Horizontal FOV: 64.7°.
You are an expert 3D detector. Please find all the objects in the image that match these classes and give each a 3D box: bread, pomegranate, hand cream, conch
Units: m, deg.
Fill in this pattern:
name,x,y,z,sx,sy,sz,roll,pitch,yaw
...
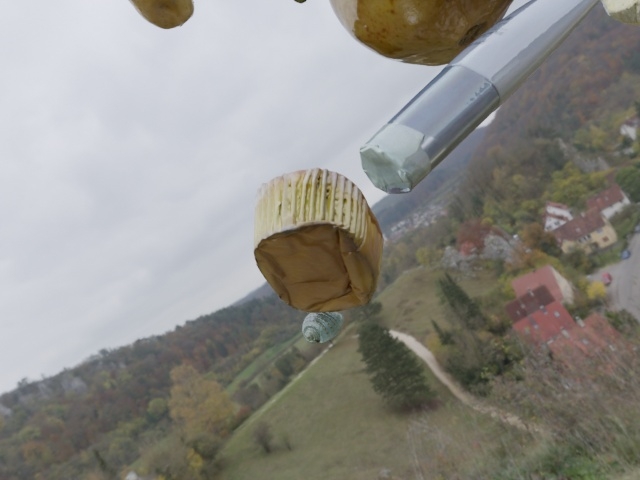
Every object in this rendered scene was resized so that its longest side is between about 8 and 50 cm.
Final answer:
name,x,y,z,sx,sy,sz,roll,pitch,yaw
bread,0.000,0.000,0.897,0.204,0.156,0.288,-13,-39,21
pomegranate,0.114,-0.306,0.551,0.233,0.233,0.233,-33,-2,-1
hand cream,0.130,-0.130,0.377,0.255,0.048,0.079,-42,21,-16
conch,0.003,0.162,0.989,0.076,0.057,0.085,-9,38,40

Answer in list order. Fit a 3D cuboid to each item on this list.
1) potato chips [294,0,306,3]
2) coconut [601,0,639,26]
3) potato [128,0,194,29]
name,x,y,z,sx,sy,sz,roll,pitch,yaw
potato chips,-0.061,-0.591,0.812,0.070,0.358,0.430,176,115,-75
coconut,0.612,-0.454,0.816,0.244,0.239,0.239,-4,-13,-19
potato,-0.343,-0.520,1.038,0.118,0.178,0.109,-33,30,20
